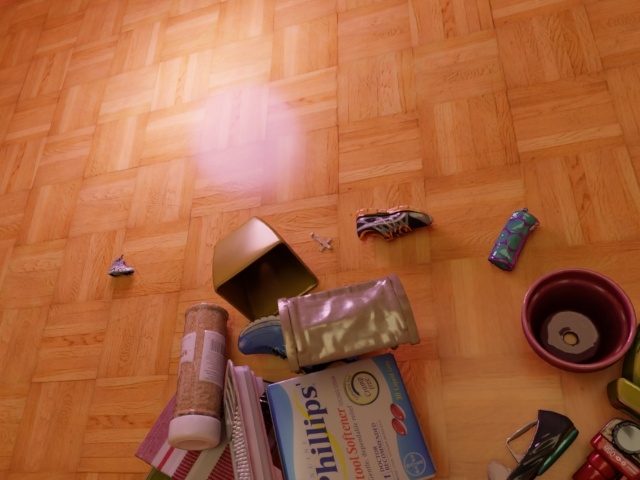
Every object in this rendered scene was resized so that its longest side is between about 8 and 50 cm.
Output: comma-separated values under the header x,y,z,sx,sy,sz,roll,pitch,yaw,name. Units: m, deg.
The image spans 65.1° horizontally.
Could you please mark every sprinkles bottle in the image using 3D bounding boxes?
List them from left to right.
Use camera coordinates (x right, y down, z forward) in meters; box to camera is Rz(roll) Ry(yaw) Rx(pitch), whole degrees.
x,y,z,sx,sy,sz,roll,pitch,yaw,name
-0.303,0.337,1.277,0.121,0.121,0.355,-15,50,14,sprinkles bottle

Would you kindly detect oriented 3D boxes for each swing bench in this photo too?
x,y,z,sx,sy,sz,roll,pitch,yaw,name
0.048,0.176,1.072,0.254,0.254,0.165,-11,75,-4,swing bench

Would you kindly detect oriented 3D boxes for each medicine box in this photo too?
x,y,z,sx,sy,sz,roll,pitch,yaw,name
0.055,0.416,1.073,0.290,0.149,0.263,-13,60,-9,medicine box

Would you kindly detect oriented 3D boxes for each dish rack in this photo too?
x,y,z,sx,sy,sz,roll,pitch,yaw,name
-0.147,0.449,1.074,0.073,0.285,0.332,-4,48,-18,dish rack

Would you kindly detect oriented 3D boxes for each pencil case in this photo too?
x,y,z,sx,sy,sz,roll,pitch,yaw,name
0.467,0.000,1.209,0.070,0.064,0.151,18,72,53,pencil case

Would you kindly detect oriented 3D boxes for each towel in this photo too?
x,y,z,sx,sy,sz,roll,pitch,yaw,name
-0.268,0.497,1.246,0.329,0.037,0.237,17,58,25,towel

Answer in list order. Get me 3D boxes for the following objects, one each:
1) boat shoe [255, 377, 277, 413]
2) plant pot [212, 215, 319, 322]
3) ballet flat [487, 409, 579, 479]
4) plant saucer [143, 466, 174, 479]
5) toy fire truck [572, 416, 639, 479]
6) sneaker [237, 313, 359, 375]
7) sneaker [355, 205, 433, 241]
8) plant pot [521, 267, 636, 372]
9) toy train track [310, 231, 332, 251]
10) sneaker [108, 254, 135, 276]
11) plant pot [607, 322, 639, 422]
x,y,z,sx,sy,sz,roll,pitch,yaw,name
-0.122,0.391,1.247,0.220,0.078,0.070,9,79,27,boat shoe
-0.167,0.062,1.353,0.212,0.212,0.187,-35,46,2,plant pot
0.402,0.458,1.007,0.280,0.095,0.096,-45,48,-16,ballet flat
-0.375,0.625,1.245,0.189,0.045,0.188,24,76,28,plant saucer
0.557,0.479,0.909,0.246,0.158,0.217,-50,59,7,toy fire truck
-0.057,0.267,1.247,0.330,0.129,0.147,-7,61,18,sneaker
0.193,-0.040,1.330,0.215,0.084,0.083,-3,68,30,sneaker
0.520,0.179,1.035,0.202,0.180,0.201,-8,64,17,plant pot
0.000,0.000,1.419,0.083,0.014,0.048,36,82,31,toy train track
-0.635,0.077,1.612,0.098,0.038,0.069,-5,65,18,sneaker
0.671,0.263,0.917,0.228,0.227,0.207,35,88,29,plant pot
